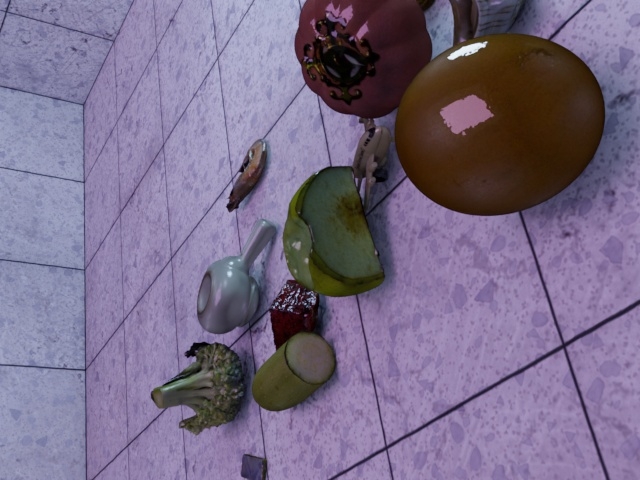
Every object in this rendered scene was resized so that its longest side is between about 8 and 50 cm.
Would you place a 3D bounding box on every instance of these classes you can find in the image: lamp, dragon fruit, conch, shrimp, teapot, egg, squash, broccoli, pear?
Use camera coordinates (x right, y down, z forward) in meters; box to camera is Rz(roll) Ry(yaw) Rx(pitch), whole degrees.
[{"bbox_3d":[0.097,-0.411,1.694,0.305,0.239,0.305,22,132,27],"label":"lamp"},{"bbox_3d":[-0.051,0.187,1.942,0.127,0.120,0.161,15,128,21],"label":"dragon fruit"},{"bbox_3d":[0.300,-0.439,1.459,0.203,0.169,0.386,-92,-11,-63],"label":"conch"},{"bbox_3d":[-0.215,-0.188,2.349,0.251,0.052,0.143,-52,30,28],"label":"shrimp"},{"bbox_3d":[-0.223,0.109,2.170,0.318,0.149,0.220,-58,30,34],"label":"teapot"},{"bbox_3d":[0.275,-0.181,1.279,0.351,0.282,0.283,-11,72,57],"label":"egg"},{"bbox_3d":[-0.079,0.318,1.889,0.247,0.132,0.132,-45,45,46],"label":"squash"},{"bbox_3d":[-0.335,0.396,2.182,0.247,0.243,0.263,61,140,28],"label":"broccoli"},{"bbox_3d":[0.000,0.000,1.767,0.292,0.159,0.292,168,90,-71],"label":"pear"}]

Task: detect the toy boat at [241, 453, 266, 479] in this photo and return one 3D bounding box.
[{"bbox_3d":[-0.171,0.584,2.078,0.115,0.016,0.063,-11,73,59],"label":"toy boat"}]

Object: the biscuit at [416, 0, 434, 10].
[{"bbox_3d":[0.231,-0.558,1.716,0.175,0.026,0.124,-27,60,54],"label":"biscuit"}]

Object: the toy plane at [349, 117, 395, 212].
[{"bbox_3d":[0.109,-0.183,1.738,0.244,0.092,0.229,131,142,-64],"label":"toy plane"}]
